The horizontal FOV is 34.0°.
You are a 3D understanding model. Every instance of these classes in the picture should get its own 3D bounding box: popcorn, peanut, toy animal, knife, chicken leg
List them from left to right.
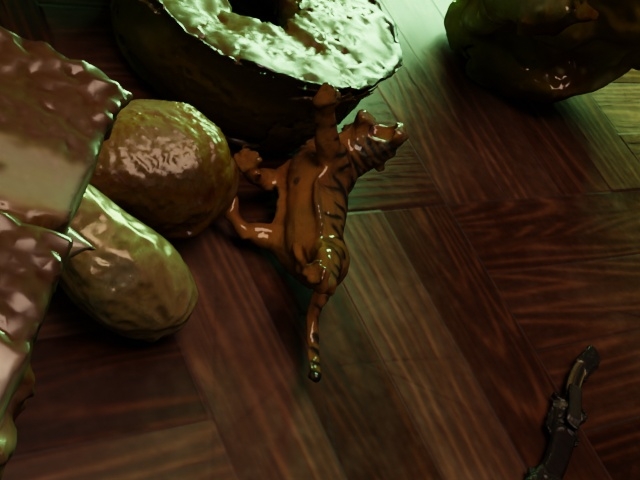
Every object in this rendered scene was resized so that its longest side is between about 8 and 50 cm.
[{"bbox_3d":[-0.179,-0.054,0.764,0.251,0.087,0.107,-1,42,-26],"label":"chicken leg"},{"bbox_3d":[-0.157,0.007,0.705,0.174,0.080,0.080,38,40,-20],"label":"peanut"},{"bbox_3d":[-0.007,0.001,0.831,0.116,0.114,0.255,38,47,-44],"label":"toy animal"},{"bbox_3d":[0.204,0.154,0.870,0.045,0.021,0.222,39,42,8],"label":"knife"},{"bbox_3d":[0.293,-0.312,1.125,0.321,0.326,0.290,-6,52,-27],"label":"popcorn"}]

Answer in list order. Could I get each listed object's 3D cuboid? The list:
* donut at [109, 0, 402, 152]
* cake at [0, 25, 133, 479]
[{"bbox_3d":[-0.068,-0.190,0.949,0.272,0.107,0.272,19,40,-16],"label":"donut"},{"bbox_3d":[-0.270,0.031,0.503,0.282,0.256,0.290,21,48,-19],"label":"cake"}]
